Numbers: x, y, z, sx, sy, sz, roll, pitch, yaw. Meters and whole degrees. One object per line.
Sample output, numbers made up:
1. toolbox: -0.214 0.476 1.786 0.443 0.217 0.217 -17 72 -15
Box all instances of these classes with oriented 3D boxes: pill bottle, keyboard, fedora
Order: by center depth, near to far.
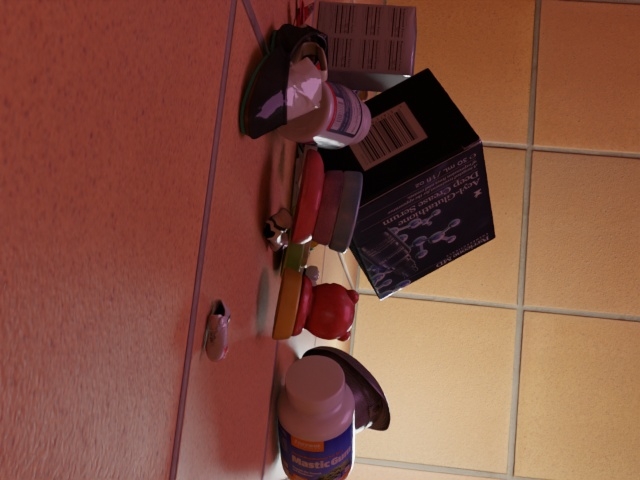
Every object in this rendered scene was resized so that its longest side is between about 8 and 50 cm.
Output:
1. pill bottle: 0.008 -0.202 1.467 0.180 0.107 0.108 2 93 -63
2. keyboard: -0.049 -0.032 1.742 0.072 0.014 0.256 47 48 -81
3. pill bottle: -0.008 0.352 1.769 0.152 0.152 0.272 -79 171 -45
4. fedora: 0.028 0.364 2.015 0.124 0.243 0.275 -45 153 -32

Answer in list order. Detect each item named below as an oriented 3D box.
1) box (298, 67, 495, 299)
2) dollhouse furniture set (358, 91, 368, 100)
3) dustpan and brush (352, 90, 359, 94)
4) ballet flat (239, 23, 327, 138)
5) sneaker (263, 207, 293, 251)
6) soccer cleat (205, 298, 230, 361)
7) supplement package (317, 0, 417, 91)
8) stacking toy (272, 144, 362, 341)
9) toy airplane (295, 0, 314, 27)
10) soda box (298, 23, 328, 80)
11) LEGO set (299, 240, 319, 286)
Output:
1. box: 0.166 -0.100 1.847 0.212 0.293 0.395 61 0 30
2. dollhouse furniture set: 0.082 -0.433 2.361 0.059 0.076 0.152 89 -2 -58
3. dustpan and brush: 0.072 -0.353 2.232 0.147 0.060 0.211 62 -16 10
4. ballet flat: -0.041 -0.234 1.289 0.280 0.096 0.095 -77 170 -51
5. sneaker: -0.075 -0.013 1.456 0.040 0.043 0.109 50 -25 20
6. soccer cleat: -0.125 0.109 1.104 0.036 0.029 0.083 76 15 -44
7. supplement package: 0.102 -0.412 1.961 0.194 0.203 0.149 24 71 -84
8. stacking toy: 0.013 -0.005 1.521 0.279 0.130 0.309 -87 -171 -63
9. toy airplane: -0.033 -0.365 1.568 0.151 0.028 0.151 5 90 -85
10. soda box: -0.023 -0.272 1.522 0.060 0.053 0.169 -40 148 -30
11. LEGO set: 0.000 0.000 1.843 0.227 0.093 0.087 -76 169 -54
